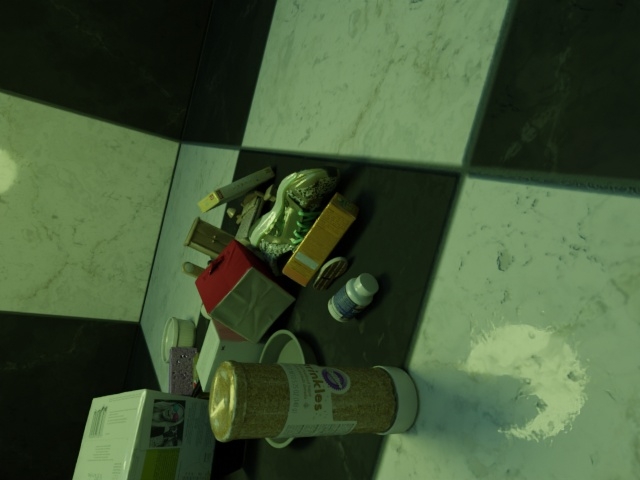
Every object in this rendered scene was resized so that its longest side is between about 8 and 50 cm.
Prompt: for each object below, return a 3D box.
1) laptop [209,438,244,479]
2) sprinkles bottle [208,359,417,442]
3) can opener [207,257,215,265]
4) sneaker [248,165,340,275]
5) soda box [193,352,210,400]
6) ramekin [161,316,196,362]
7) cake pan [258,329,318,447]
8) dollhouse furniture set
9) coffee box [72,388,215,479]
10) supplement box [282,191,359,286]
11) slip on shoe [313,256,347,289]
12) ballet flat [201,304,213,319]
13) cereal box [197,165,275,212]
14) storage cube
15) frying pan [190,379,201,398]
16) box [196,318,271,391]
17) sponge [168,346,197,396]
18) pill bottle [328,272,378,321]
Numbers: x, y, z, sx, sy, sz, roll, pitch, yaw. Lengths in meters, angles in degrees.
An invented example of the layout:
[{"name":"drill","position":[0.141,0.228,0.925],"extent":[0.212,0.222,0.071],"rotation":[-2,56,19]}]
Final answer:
[{"name":"laptop","position":[-0.304,0.579,1.399],"extent":[0.264,0.136,0.234],"rotation":[-11,70,58]},{"name":"sprinkles bottle","position":[-0.003,0.273,0.769],"extent":[0.121,0.355,0.121],"rotation":[-27,57,53]},{"name":"can opener","position":[-0.430,0.133,1.815],"extent":[0.283,0.095,0.076],"rotation":[48,120,55]},{"name":"sneaker","position":[-0.049,-0.039,1.215],"extent":[0.410,0.158,0.182],"rotation":[-49,58,46]},{"name":"soda box","position":[-0.461,0.535,1.757],"extent":[0.058,0.061,0.181],"rotation":[-48,41,40]},{"name":"ramekin","position":[-0.649,0.459,2.062],"extent":[0.207,0.109,0.207],"rotation":[-27,57,54]},{"name":"cake pan","position":[-0.089,0.385,1.182],"extent":[0.293,0.054,0.293],"rotation":[-29,56,53]},{"name":"dollhouse furniture set","position":[-0.329,-0.031,1.546],"extent":[0.355,0.174,0.303],"rotation":[-30,39,52]},{"name":"coffee box","position":[-0.561,0.705,1.491],"extent":[0.337,0.334,0.338],"rotation":[-19,56,35]},{"name":"supplement box","position":[0.000,0.000,1.100],"extent":[0.233,0.080,0.078],"rotation":[-56,3,27]},{"name":"slip on shoe","position":[0.022,0.074,1.113],"extent":[0.135,0.051,0.041],"rotation":[125,155,-45]},{"name":"ballet flat","position":[-0.309,0.212,1.567],"extent":[0.400,0.139,0.139],"rotation":[-47,42,41]},{"name":"cereal box","position":[-0.295,-0.177,1.572],"extent":[0.173,0.240,0.047],"rotation":[-18,100,56]},{"name":"storage cube","position":[-0.222,0.146,1.301],"extent":[0.183,0.215,0.193],"rotation":[-47,34,0]},{"name":"frying pan","position":[-0.421,0.435,1.679],"extent":[0.326,0.053,0.197],"rotation":[-46,36,21]},{"name":"box","position":[-0.257,0.349,1.354],"extent":[0.119,0.181,0.182],"rotation":[43,117,57]},{"name":"sponge","position":[-0.580,0.555,1.899],"extent":[0.031,0.117,0.210],"rotation":[-48,42,38]},{"name":"pill bottle","position":[0.073,0.124,0.983],"extent":[0.120,0.067,0.067],"rotation":[-50,40,40]}]
